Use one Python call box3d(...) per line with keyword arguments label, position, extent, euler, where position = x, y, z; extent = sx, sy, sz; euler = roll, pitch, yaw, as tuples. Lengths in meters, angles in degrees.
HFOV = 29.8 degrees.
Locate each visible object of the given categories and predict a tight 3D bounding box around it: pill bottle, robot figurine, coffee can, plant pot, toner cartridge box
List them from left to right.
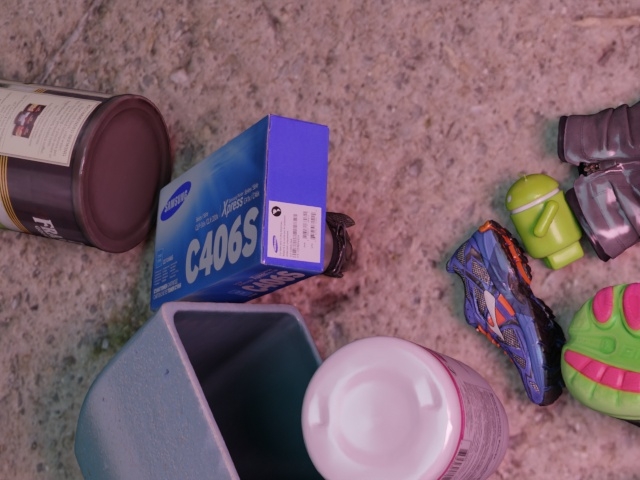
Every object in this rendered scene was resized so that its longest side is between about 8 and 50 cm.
box3d(label="coffee can", position=(-0.362, -0.105, 1.563), extent=(0.276, 0.201, 0.201), euler=(10, 82, 24))
box3d(label="plant pot", position=(-0.136, 0.239, 1.386), extent=(0.252, 0.247, 0.247), euler=(-37, 67, 29))
box3d(label="toner cartridge box", position=(-0.102, -0.016, 1.390), extent=(0.348, 0.075, 0.165), euler=(-25, 59, 61))
box3d(label="pill bottle", position=(0.102, 0.195, 1.266), extent=(0.160, 0.283, 0.160), euler=(-5, 77, 20))
box3d(label="robot figurine", position=(0.253, -0.025, 1.363), extent=(0.067, 0.101, 0.115), euler=(-27, 93, 1))

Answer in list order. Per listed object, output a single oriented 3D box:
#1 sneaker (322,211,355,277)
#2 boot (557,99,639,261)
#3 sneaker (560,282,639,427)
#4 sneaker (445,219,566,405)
box3d(label="sneaker", position=(0.000, 0.000, 1.409), extent=(0.130, 0.227, 0.087), euler=(10, 91, -21))
box3d(label="boot", position=(0.400, -0.021, 1.303), extent=(0.223, 0.118, 0.338), euler=(-25, 60, 18))
box3d(label="sneaker", position=(0.472, 0.156, 1.150), extent=(0.483, 0.202, 0.185), euler=(21, 86, 40))
box3d(label="sneaker", position=(0.213, 0.089, 1.369), extent=(0.087, 0.083, 0.221), euler=(-33, 63, 27))
